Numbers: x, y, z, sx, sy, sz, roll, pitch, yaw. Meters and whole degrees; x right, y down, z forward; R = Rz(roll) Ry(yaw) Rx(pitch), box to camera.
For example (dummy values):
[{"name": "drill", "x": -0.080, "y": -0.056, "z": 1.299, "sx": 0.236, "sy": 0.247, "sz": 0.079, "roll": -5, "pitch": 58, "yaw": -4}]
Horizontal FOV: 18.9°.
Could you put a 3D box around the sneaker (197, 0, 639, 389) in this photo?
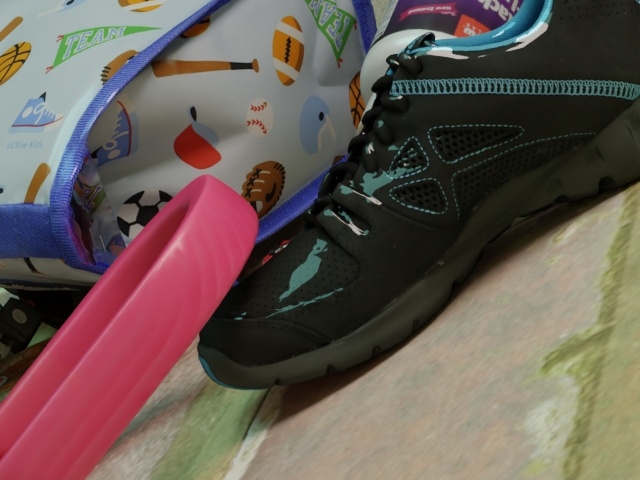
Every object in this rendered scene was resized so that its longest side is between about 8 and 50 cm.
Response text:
[{"name": "sneaker", "x": 0.055, "y": -0.043, "z": 1.135, "sx": 0.341, "sy": 0.140, "sz": 0.125, "roll": -36, "pitch": 17, "yaw": -5}]

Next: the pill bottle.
[{"name": "pill bottle", "x": 0.091, "y": -0.132, "z": 1.378, "sx": 0.108, "sy": 0.108, "sz": 0.193, "roll": -21, "pitch": 35, "yaw": 41}]

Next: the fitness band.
[{"name": "fitness band", "x": -0.137, "y": 0.087, "z": 1.136, "sx": 0.291, "sy": 0.054, "sz": 0.209, "roll": -53, "pitch": 10, "yaw": -5}]

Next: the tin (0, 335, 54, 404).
[{"name": "tin", "x": -0.203, "y": 0.107, "z": 1.414, "sx": 0.189, "sy": 0.040, "sz": 0.106, "roll": -21, "pitch": 14, "yaw": 41}]

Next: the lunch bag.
[{"name": "lunch bag", "x": -0.175, "y": -0.083, "z": 1.489, "sx": 0.328, "sy": 0.239, "sz": 0.385, "roll": 0, "pitch": 28, "yaw": 39}]

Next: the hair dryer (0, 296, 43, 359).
[{"name": "hair dryer", "x": -0.356, "y": 0.114, "z": 1.595, "sx": 0.223, "sy": 0.080, "sz": 0.293, "roll": -35, "pitch": 5, "yaw": -20}]

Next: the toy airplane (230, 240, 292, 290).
[{"name": "toy airplane", "x": 0.000, "y": 0.000, "z": 1.341, "sx": 0.151, "sy": 0.028, "sz": 0.151, "roll": -30, "pitch": 16, "yaw": 10}]

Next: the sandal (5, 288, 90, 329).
[{"name": "sandal", "x": -0.228, "y": 0.039, "z": 1.630, "sx": 0.090, "sy": 0.060, "sz": 0.219, "roll": -37, "pitch": 29, "yaw": -24}]
